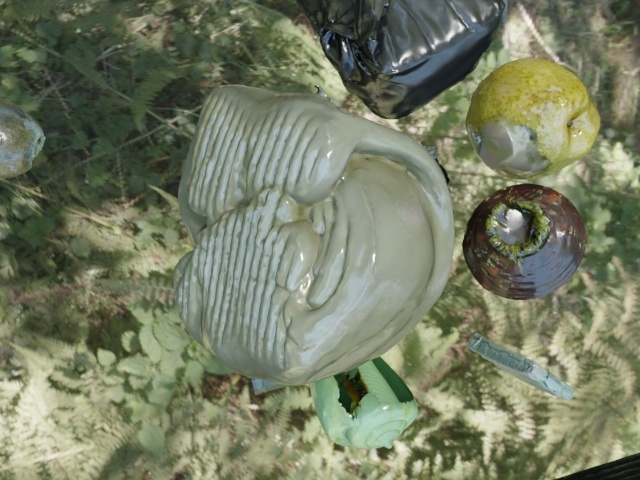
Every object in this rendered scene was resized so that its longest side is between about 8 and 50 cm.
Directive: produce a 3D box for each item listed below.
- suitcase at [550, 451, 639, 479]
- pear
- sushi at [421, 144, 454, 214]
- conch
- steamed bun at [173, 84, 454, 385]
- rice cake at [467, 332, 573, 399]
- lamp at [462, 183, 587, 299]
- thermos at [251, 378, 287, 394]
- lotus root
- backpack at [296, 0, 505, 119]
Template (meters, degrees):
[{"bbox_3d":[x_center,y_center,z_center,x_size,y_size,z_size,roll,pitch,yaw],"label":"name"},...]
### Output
[{"bbox_3d":[0.182,0.293,0.523,0.152,0.335,0.229,49,40,-6],"label":"suitcase"},{"bbox_3d":[0.444,-0.252,1.558,0.271,0.271,0.271,-7,104,-27],"label":"pear"},{"bbox_3d":[0.216,-0.090,1.602,0.136,0.225,0.126,-18,147,18],"label":"sushi"},{"bbox_3d":[0.036,0.192,1.084,0.143,0.137,0.250,-10,63,-43],"label":"conch"},{"bbox_3d":[0.000,0.000,0.872,0.255,0.368,0.342,7,98,-35],"label":"steamed bun"},{"bbox_3d":[0.387,0.245,1.445,0.124,0.211,0.038,33,86,-18],"label":"rice cake"},{"bbox_3d":[0.401,0.000,1.477,0.247,0.247,0.247,-7,104,-27],"label":"lamp"},{"bbox_3d":[-0.042,0.233,1.415,0.188,0.073,0.083,-13,138,-7],"label":"thermos"},{"bbox_3d":[-0.691,-0.206,1.398,0.322,0.158,0.140,8,138,-13],"label":"lotus root"},{"bbox_3d":[0.119,-0.483,1.450,0.363,0.255,0.445,-35,72,-13],"label":"backpack"}]
